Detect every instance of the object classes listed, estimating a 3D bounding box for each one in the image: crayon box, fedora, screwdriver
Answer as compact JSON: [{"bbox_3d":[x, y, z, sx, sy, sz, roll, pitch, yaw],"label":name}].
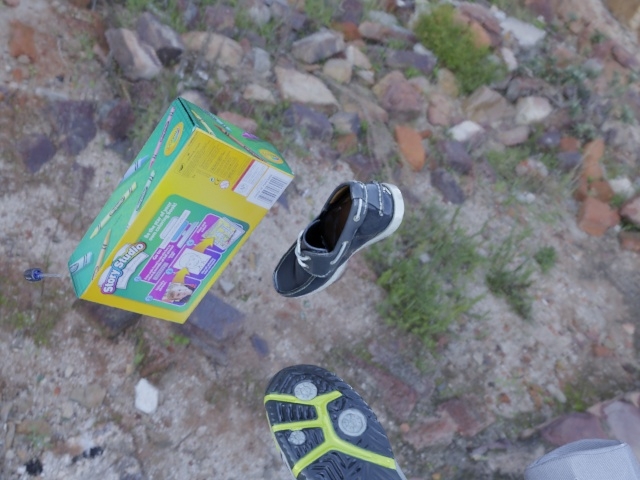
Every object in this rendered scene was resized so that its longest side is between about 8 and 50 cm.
[{"bbox_3d":[-0.185,-0.028,0.901,0.165,0.278,0.081,23,23,-43],"label":"crayon box"},{"bbox_3d":[0.475,0.427,1.221,0.243,0.275,0.125,-2,71,-48],"label":"fedora"},{"bbox_3d":[-0.422,0.056,1.047,0.024,0.169,0.025,-3,94,-37],"label":"screwdriver"}]

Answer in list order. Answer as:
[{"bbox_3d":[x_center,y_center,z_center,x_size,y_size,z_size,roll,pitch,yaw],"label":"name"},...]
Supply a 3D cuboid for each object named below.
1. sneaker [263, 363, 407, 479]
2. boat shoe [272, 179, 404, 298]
[{"bbox_3d":[0.044,0.335,0.912,0.145,0.147,0.385,-25,59,-28],"label":"sneaker"},{"bbox_3d":[0.000,0.000,0.852,0.079,0.233,0.084,1,59,-40],"label":"boat shoe"}]
